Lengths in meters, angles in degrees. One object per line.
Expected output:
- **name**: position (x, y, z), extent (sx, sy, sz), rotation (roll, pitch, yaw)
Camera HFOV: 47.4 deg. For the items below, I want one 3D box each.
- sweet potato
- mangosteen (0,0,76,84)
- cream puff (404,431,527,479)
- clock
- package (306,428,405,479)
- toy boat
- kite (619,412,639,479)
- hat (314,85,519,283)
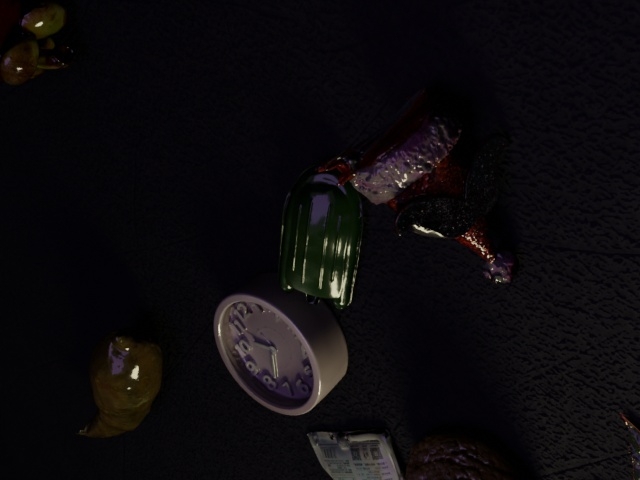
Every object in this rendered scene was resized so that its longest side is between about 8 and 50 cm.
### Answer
- **sweet potato**: position (-0.367, 0.276, 1.340), extent (0.130, 0.130, 0.422), rotation (45, 141, 11)
- **mangosteen**: position (-0.477, -0.309, 1.047), extent (0.258, 0.215, 0.215), rotation (14, 129, -3)
- **cream puff**: position (0.157, 0.348, 0.891), extent (0.183, 0.169, 0.183), rotation (22, 129, 30)
- **clock**: position (-0.059, 0.147, 1.032), extent (0.197, 0.068, 0.196), rotation (21, 127, 31)
- **package**: position (0.065, 0.358, 1.078), extent (0.171, 0.027, 0.173), rotation (-16, 99, 44)
- **toy boat**: position (0.000, 0.000, 0.905), extent (0.104, 0.052, 0.210), rotation (16, 125, 14)
- **kite**: position (0.371, 0.289, 0.785), extent (0.189, 0.009, 0.232), rotation (5, 116, 40)
- **hat**: position (0.122, -0.036, 0.737), extent (0.227, 0.140, 0.129), rotation (49, 148, -12)
